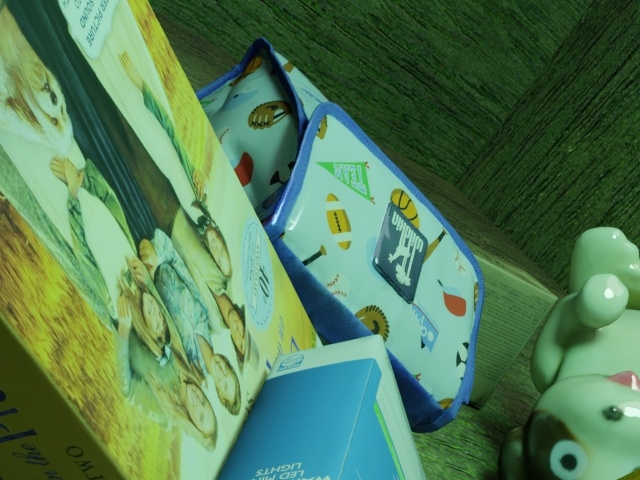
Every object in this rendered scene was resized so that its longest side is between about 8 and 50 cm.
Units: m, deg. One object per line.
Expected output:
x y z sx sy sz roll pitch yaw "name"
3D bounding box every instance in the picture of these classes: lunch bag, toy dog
0.000 0.000 1.141 0.328 0.239 0.385 46 10 -30 "lunch bag"
0.365 0.211 1.311 0.284 0.395 0.408 28 30 15 "toy dog"

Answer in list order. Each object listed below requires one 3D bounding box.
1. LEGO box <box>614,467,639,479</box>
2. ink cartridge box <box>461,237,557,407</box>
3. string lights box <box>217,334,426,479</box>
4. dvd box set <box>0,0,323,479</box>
0.273 0.347 0.577 0.372 0.193 0.500 61 17 7 "LEGO box"
0.179 0.102 1.421 0.234 0.193 0.088 25 14 -40 "ink cartridge box"
0.002 0.169 0.564 0.260 0.077 0.133 -62 136 -68 "string lights box"
-0.095 0.040 0.602 0.307 0.062 0.420 -87 158 -50 "dvd box set"
